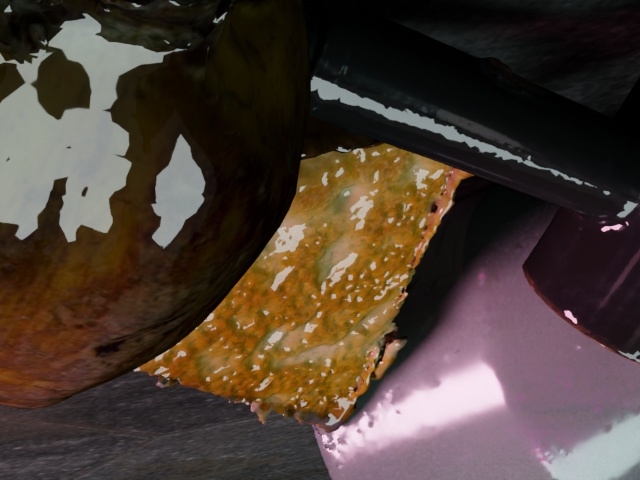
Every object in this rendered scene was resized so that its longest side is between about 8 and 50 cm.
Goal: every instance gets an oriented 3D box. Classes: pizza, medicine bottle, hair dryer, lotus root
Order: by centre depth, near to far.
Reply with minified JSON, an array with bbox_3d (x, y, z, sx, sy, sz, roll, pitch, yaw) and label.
[{"bbox_3d":[-0.118,-0.030,0.592,0.196,0.179,0.397,-8,165,-24],"label":"lotus root"},{"bbox_3d":[0.097,-0.069,0.770,0.352,0.107,0.189,19,110,-32],"label":"hair dryer"},{"bbox_3d":[0.000,0.000,0.900,0.251,0.074,0.288,-36,147,17],"label":"pizza"},{"bbox_3d":[0.170,0.073,1.062,0.290,0.245,0.245,-21,162,34],"label":"medicine bottle"}]
